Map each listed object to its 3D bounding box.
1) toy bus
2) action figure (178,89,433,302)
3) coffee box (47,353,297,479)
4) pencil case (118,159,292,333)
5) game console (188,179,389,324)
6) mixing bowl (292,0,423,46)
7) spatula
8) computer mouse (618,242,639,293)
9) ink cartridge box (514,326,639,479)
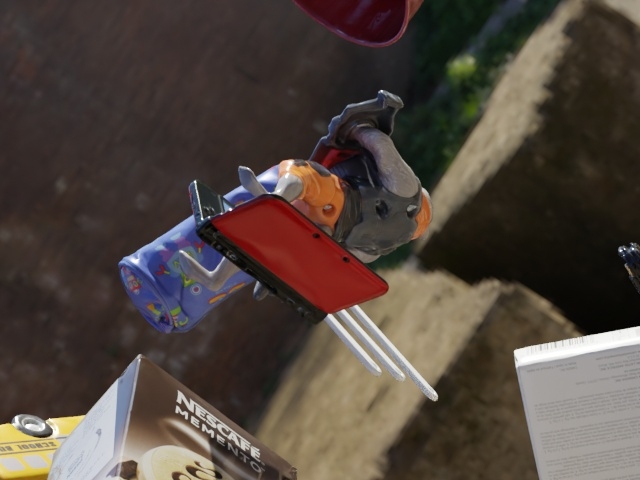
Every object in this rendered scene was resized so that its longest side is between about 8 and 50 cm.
[{"bbox_3d":[-0.287,0.282,1.932,0.333,0.130,0.108,1,-63,-47],"label":"toy bus"},{"bbox_3d":[0.000,0.000,1.942,0.330,0.178,0.341,-12,-39,-37],"label":"action figure"},{"bbox_3d":[-0.111,0.227,1.147,0.119,0.168,0.297,-49,15,14],"label":"coffee box"},{"bbox_3d":[-0.117,0.010,2.157,0.306,0.133,0.119,-32,-11,-18],"label":"pencil case"},{"bbox_3d":[-0.027,-0.004,1.329,0.085,0.144,0.124,-42,30,15],"label":"game console"},{"bbox_3d":[0.022,-0.215,0.951,0.098,0.181,0.181,-40,-1,-18],"label":"mixing bowl"},{"bbox_3d":[0.012,0.068,1.602,0.019,0.242,0.168,-47,-32,9],"label":"spatula"},{"bbox_3d":[0.307,0.098,1.333,0.041,0.242,0.071,-31,19,17],"label":"computer mouse"},{"bbox_3d":[0.284,0.192,1.449,0.181,0.224,0.056,-11,14,9],"label":"ink cartridge box"}]
